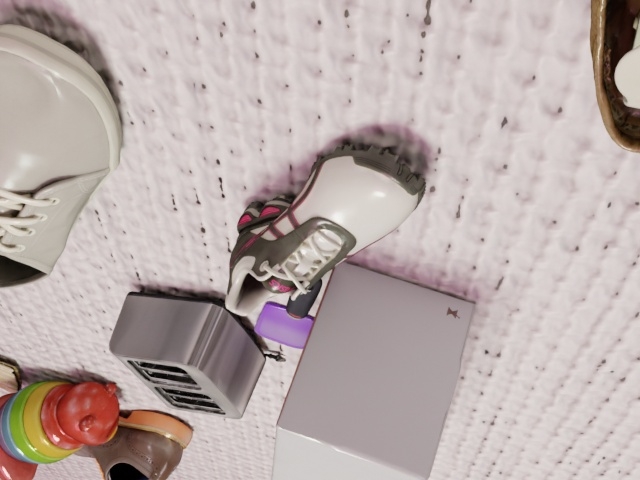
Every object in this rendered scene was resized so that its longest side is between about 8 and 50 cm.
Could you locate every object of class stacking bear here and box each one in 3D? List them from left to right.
[{"bbox_3d":[-0.482,0.335,1.719,0.289,0.175,0.164,-20,113,37],"label":"stacking bear"}]

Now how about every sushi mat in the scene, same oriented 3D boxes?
[{"bbox_3d":[-0.727,0.218,1.789,0.316,0.019,0.151,21,149,0],"label":"sushi mat"}]

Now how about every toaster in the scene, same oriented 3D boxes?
[{"bbox_3d":[-0.173,0.157,1.277,0.185,0.110,0.168,4,147,26],"label":"toaster"}]

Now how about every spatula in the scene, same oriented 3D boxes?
[{"bbox_3d":[-0.029,0.086,1.128,0.084,0.030,0.296,21,162,-2],"label":"spatula"}]

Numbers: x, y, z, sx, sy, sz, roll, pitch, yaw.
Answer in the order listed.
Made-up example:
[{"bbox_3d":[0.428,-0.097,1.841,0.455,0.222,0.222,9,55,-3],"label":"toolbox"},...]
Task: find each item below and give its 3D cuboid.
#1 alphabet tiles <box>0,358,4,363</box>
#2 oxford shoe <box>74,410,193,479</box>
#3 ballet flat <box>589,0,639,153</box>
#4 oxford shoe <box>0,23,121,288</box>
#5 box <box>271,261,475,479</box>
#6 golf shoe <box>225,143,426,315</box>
[{"bbox_3d":[-0.713,0.227,1.823,0.237,0.009,0.198,11,148,16],"label":"alphabet tiles"},{"bbox_3d":[-0.406,0.410,1.808,0.363,0.133,0.130,-13,137,44],"label":"oxford shoe"},{"bbox_3d":[0.198,-0.170,0.503,0.116,0.124,0.342,12,149,14],"label":"ballet flat"},{"bbox_3d":[-0.322,-0.062,0.995,0.169,0.130,0.449,28,148,-9],"label":"oxford shoe"},{"bbox_3d":[0.051,0.215,1.128,0.168,0.215,0.345,18,150,5],"label":"box"},{"bbox_3d":[0.000,0.000,0.909,0.105,0.120,0.273,34,146,-19],"label":"golf shoe"}]
